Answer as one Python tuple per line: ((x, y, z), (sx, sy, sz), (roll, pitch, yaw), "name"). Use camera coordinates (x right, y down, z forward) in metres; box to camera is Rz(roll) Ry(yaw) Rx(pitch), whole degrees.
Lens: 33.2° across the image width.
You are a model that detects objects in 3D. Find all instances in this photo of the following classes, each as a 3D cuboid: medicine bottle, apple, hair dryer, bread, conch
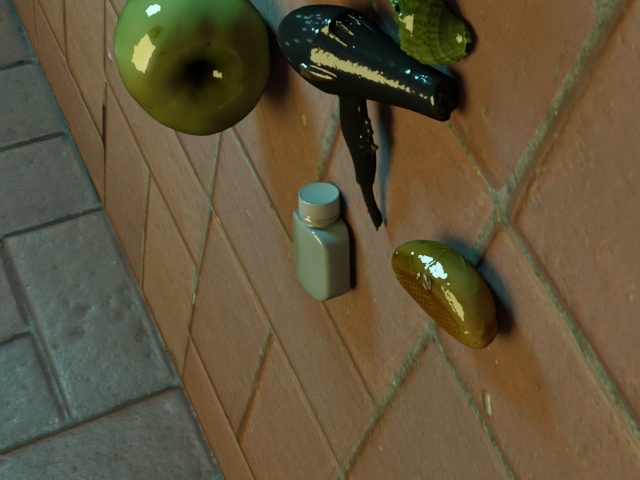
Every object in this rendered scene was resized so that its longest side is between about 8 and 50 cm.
((0.000, 0.000, 1.718), (0.119, 0.069, 0.183), (49, 151, 47), "medicine bottle")
((-0.203, -0.307, 1.731), (0.262, 0.262, 0.262), (51, 151, 43), "apple")
((0.079, -0.137, 1.425), (0.303, 0.120, 0.360), (32, 148, 38), "hair dryer")
((0.163, 0.061, 1.357), (0.189, 0.077, 0.114), (48, 169, 44), "bread")
((0.123, -0.244, 1.228), (0.121, 0.074, 0.089), (37, 151, 23), "conch")
